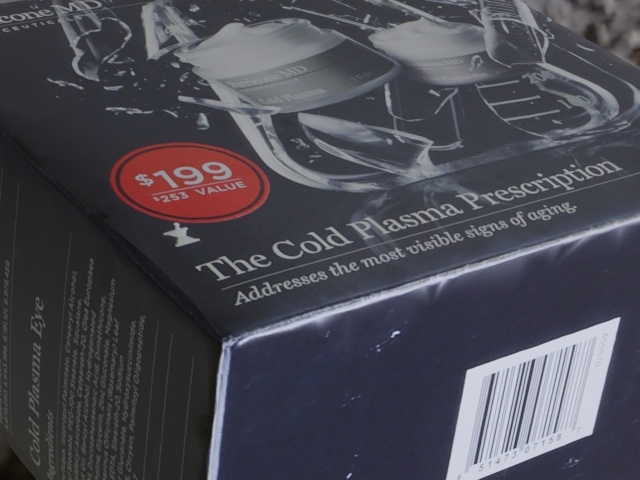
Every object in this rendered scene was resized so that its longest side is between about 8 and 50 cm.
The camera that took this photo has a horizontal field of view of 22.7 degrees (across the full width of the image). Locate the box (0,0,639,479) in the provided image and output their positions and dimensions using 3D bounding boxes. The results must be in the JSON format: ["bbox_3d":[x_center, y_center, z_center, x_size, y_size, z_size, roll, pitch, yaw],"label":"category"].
[{"bbox_3d":[0.000,0.000,0.810,0.343,0.312,0.179,-15,127,-34],"label":"box"}]
